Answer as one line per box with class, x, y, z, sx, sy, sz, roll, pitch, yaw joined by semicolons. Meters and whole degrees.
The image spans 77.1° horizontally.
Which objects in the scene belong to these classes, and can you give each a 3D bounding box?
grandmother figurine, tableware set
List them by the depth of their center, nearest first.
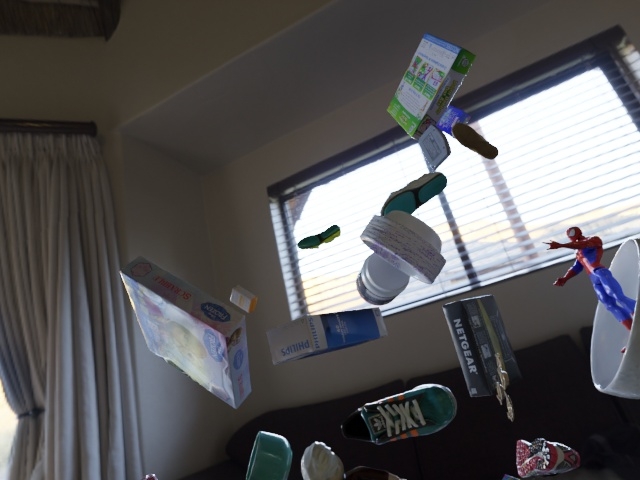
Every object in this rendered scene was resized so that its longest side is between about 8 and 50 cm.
grandmother figurine;0.096;0.555;0.845;0.208;0.342;0.104;-49;4;2
tableware set;0.510;0.407;1.123;0.020;0.169;0.141;-9;4;13

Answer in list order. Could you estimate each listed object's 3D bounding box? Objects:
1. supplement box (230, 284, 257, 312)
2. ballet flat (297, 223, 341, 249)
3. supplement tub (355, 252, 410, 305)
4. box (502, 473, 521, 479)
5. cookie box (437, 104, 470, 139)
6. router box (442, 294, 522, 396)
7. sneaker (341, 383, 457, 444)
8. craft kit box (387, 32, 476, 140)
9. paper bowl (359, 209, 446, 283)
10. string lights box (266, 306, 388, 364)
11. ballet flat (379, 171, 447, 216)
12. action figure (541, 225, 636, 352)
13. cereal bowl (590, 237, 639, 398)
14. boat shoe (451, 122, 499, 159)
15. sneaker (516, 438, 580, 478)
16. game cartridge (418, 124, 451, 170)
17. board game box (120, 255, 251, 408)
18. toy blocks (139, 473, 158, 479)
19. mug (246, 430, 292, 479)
supplement box;-0.292;0.223;1.528;0.036;0.098;0.062;-30;-37;-54
ballet flat;0.000;0.000;1.948;0.230;0.077;0.077;-26;-38;-6
supplement tub;0.250;0.148;1.616;0.191;0.191;0.272;-12;-19;-7
box;0.328;0.492;0.457;0.279;0.177;0.290;-48;15;-28
cookie box;0.466;-0.418;1.418;0.040;0.107;0.092;23;-68;-23
router box;0.564;0.354;1.394;0.242;0.309;0.081;2;-22;-42
sneaker;0.176;0.425;0.951;0.121;0.108;0.302;3;-31;-45
craft kit box;0.300;-0.439;1.144;0.060;0.250;0.247;18;-59;-21
paper bowl;0.281;0.010;1.320;0.148;0.284;0.284;-56;-23;-5
string lights box;0.022;0.214;0.919;0.133;0.077;0.259;-29;-23;38
ballet flat;0.386;-0.193;1.770;0.400;0.139;0.139;-31;-14;-23
action figure;0.556;0.090;0.843;0.139;0.281;0.091;-8;-34;5
cereal bowl;0.691;0.171;0.841;0.141;0.339;0.339;14;-9;25
boat shoe;0.498;-0.319;1.305;0.063;0.170;0.059;-51;-8;18
sneaker;0.761;0.755;1.375;0.111;0.121;0.299;8;-27;4
game cartridge;0.230;-0.189;0.805;0.017;0.083;0.056;0;-33;-28
board game box;-0.317;0.230;0.976;0.066;0.317;0.319;-46;-28;-42
toy blocks;-0.343;0.772;1.019;0.260;0.309;0.289;-29;-46;8
mug;-0.129;0.571;1.060;0.097;0.158;0.130;16;-60;-5
